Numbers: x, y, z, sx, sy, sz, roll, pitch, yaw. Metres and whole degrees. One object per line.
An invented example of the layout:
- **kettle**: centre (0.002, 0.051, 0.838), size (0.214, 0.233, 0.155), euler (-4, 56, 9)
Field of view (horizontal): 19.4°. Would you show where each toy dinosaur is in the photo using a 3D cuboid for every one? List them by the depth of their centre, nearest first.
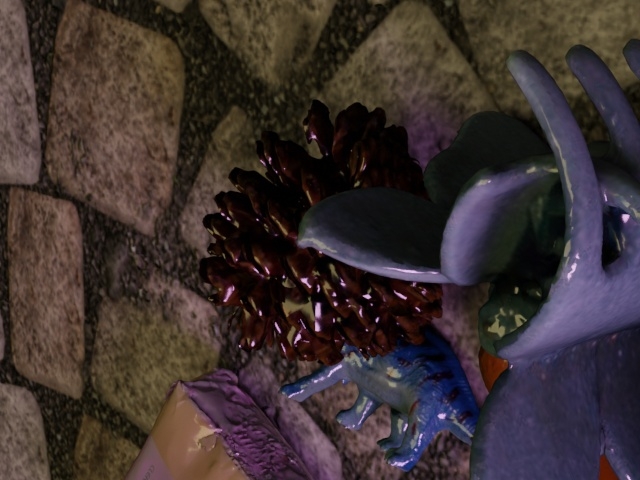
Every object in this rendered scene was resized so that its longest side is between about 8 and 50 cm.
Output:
- **toy dinosaur**: centre (0.063, 0.126, 1.606), size (0.144, 0.076, 0.329), euler (-48, 59, 5)

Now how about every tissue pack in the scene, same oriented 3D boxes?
- **tissue pack**: centre (-0.107, 0.284, 1.791), size (0.215, 0.123, 0.256), euler (49, 123, 30)

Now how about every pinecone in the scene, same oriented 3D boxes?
- **pinecone**: centre (0.000, 0.000, 1.528), size (0.221, 0.221, 0.221), euler (13, 108, 44)

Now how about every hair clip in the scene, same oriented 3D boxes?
- **hair clip**: centre (0.200, 0.002, 1.271), size (0.238, 0.318, 0.392), euler (-49, 62, 38)

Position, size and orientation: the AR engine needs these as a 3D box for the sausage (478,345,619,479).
- **sausage**: centre (0.187, 0.148, 1.485), size (0.076, 0.076, 0.197), euler (-44, 67, 42)
